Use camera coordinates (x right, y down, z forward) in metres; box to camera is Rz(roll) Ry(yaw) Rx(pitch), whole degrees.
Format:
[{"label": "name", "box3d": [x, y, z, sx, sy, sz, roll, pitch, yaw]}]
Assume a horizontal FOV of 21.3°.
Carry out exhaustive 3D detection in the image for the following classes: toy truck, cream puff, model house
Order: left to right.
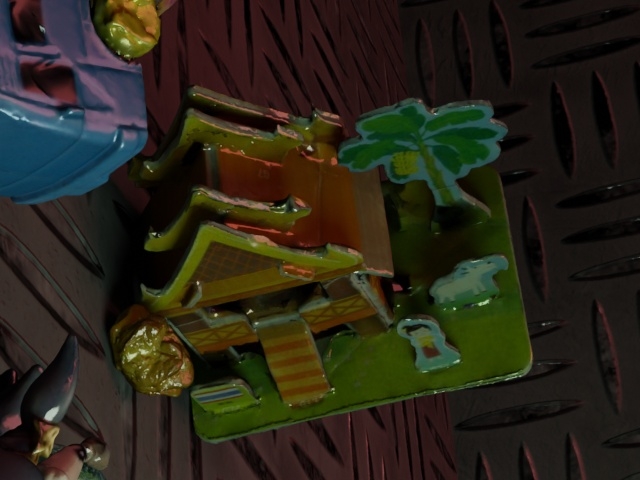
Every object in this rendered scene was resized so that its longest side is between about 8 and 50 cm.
[{"label": "toy truck", "box3d": [-0.227, -0.219, 1.157, 0.162, 0.161, 0.385, 1, 73, -45]}, {"label": "cream puff", "box3d": [-0.148, 0.098, 1.452, 0.058, 0.083, 0.083, -41, 141, -30]}, {"label": "model house", "box3d": [0.000, 0.000, 1.497, 0.313, 0.357, 0.243, 56, 25, -62]}]

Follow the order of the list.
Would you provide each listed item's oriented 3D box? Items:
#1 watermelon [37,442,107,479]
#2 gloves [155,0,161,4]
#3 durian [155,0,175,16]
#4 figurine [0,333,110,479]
[{"label": "watermelon", "box3d": [-0.192, 0.181, 1.208, 0.061, 0.085, 0.085, 132, -44, -54]}, {"label": "gloves", "box3d": [-0.209, -0.266, 1.337, 0.219, 0.140, 0.131, 63, 14, 19]}, {"label": "durian", "box3d": [-0.164, -0.324, 1.532, 0.341, 0.112, 0.191, -85, 163, -66]}, {"label": "figurine", "box3d": [-0.197, 0.156, 0.858, 0.265, 0.197, 0.175, 171, -96, -82]}]
